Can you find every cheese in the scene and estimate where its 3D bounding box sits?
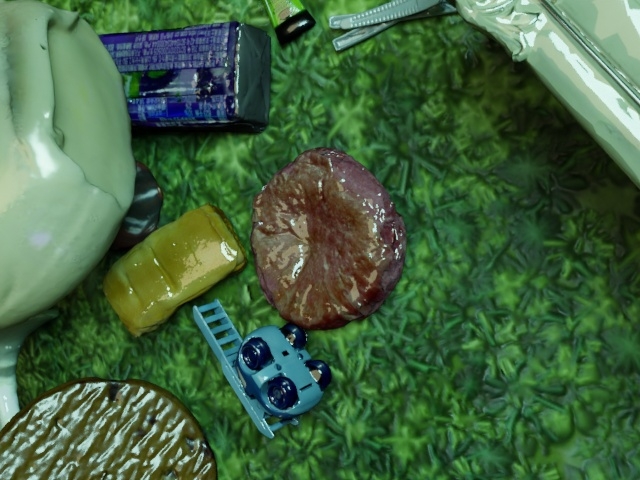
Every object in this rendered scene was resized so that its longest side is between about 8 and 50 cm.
[{"bbox_3d":[-0.264,-0.065,0.630,0.233,0.127,0.266,-25,62,24],"label":"cheese"}]

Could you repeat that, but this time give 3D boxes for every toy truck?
[{"bbox_3d":[-0.054,0.094,0.663,0.136,0.063,0.074,57,132,17],"label":"toy truck"}]

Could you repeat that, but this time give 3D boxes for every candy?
[{"bbox_3d":[-0.188,-0.146,0.721,0.312,0.061,0.088,5,92,27],"label":"candy"}]

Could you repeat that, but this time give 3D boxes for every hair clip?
[{"bbox_3d":[0.056,-0.182,0.612,0.115,0.039,0.030,-14,80,28],"label":"hair clip"}]

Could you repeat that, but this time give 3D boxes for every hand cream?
[{"bbox_3d":[-0.047,-0.227,0.669,0.036,0.023,0.122,-30,79,12],"label":"hand cream"}]

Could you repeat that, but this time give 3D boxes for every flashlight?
[{"bbox_3d":[-0.264,-0.030,0.752,0.232,0.093,0.093,-3,90,32],"label":"flashlight"}]

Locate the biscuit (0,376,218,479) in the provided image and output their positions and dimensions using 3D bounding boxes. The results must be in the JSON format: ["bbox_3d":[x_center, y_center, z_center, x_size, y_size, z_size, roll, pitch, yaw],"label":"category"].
[{"bbox_3d":[-0.191,0.224,0.674,0.036,0.212,0.212,161,100,-70],"label":"biscuit"}]

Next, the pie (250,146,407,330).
[{"bbox_3d":[0.000,0.000,0.642,0.153,0.038,0.154,0,89,28],"label":"pie"}]

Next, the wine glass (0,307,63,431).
[{"bbox_3d":[-0.278,0.222,0.735,0.143,0.143,0.321,-18,84,26],"label":"wine glass"}]

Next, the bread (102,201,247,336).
[{"bbox_3d":[-0.130,0.025,0.694,0.132,0.053,0.074,-32,78,12],"label":"bread"}]

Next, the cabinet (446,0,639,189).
[{"bbox_3d":[0.266,-0.127,0.404,0.290,0.227,0.318,-43,73,20],"label":"cabinet"}]
